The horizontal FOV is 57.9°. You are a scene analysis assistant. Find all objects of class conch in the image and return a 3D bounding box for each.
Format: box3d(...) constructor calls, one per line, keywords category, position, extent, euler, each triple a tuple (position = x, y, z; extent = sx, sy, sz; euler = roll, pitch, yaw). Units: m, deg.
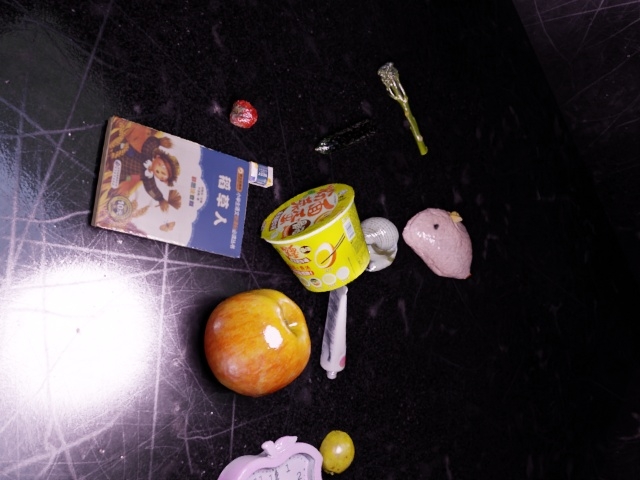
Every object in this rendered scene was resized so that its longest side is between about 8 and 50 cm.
box3d(category="conch", position=(0.172, 0.005, 2.000), extent=(0.200, 0.131, 0.172), euler=(-8, 114, -15))

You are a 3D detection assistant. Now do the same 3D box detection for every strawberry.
box3d(category="strawberry", position=(-0.230, -0.378, 1.750), extent=(0.096, 0.083, 0.083), euler=(19, 66, -73))

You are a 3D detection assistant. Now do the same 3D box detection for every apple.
box3d(category="apple", position=(-0.159, 0.271, 1.555), extent=(0.302, 0.302, 0.301), euler=(10, 75, -41))

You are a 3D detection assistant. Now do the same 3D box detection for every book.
box3d(category="book", position=(-0.388, -0.133, 1.581), extent=(0.428, 0.039, 0.299), euler=(15, 72, -39))

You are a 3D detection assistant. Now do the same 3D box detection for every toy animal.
box3d(category="toy animal", position=(0.480, 0.008, 2.235), extent=(0.358, 0.188, 0.226), euler=(46, 60, -27))

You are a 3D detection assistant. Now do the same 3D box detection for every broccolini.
box3d(category="broccolini", position=(0.333, -0.522, 2.307), extent=(0.392, 0.079, 0.074), euler=(63, 38, -23))

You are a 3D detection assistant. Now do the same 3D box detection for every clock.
box3d(category="clock", position=(-0.132, 0.713, 1.606), extent=(0.339, 0.102, 0.338), euler=(11, 74, -40))

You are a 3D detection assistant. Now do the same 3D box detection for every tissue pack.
box3d(category="tissue pack", position=(-0.188, -0.202, 1.772), extent=(0.083, 0.042, 0.062), euler=(14, 70, -40))

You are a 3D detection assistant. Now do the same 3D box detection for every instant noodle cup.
box3d(category="instant noodle cup", position=(0.000, 0.000, 1.756), extent=(0.311, 0.312, 0.221), euler=(-48, 123, -37))

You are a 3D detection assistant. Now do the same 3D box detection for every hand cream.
box3d(category="hand cream", position=(0.050, 0.277, 1.798), extent=(0.078, 0.124, 0.340), euler=(0, 111, -16))

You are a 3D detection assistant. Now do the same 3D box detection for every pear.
box3d(category="pear", position=(0.050, 0.651, 1.775), extent=(0.107, 0.107, 0.131), euler=(28, 61, -35))

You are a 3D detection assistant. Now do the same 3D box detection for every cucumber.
box3d(category="cucumber", position=(0.091, -0.358, 2.038), extent=(0.300, 0.072, 0.072), euler=(-32, 103, -40))
